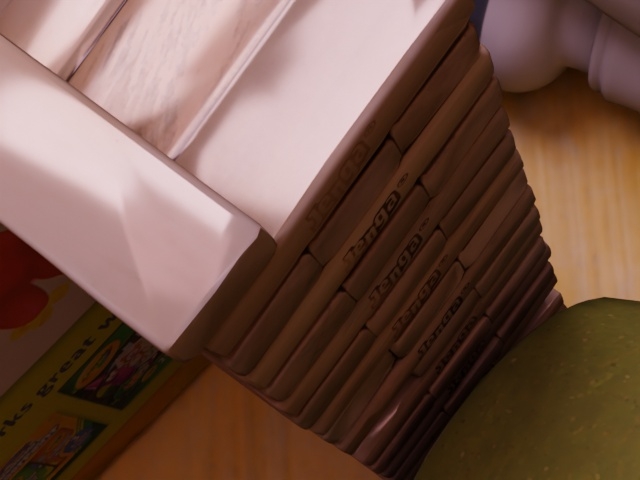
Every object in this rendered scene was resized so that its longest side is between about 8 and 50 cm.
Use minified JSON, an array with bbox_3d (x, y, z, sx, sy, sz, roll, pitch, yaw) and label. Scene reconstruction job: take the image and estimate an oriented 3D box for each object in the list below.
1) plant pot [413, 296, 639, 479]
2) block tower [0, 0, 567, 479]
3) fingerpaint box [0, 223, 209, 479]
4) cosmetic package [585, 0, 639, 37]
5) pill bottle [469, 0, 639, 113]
[{"bbox_3d":[0.166,0.142,0.462,0.293,0.275,0.275,33,86,30],"label":"plant pot"},{"bbox_3d":[0.000,0.000,0.475,0.091,0.335,0.097,34,87,17],"label":"block tower"},{"bbox_3d":[-0.228,0.051,0.496,0.445,0.371,0.163,-46,72,1],"label":"fingerpaint box"},{"bbox_3d":[0.210,-0.223,0.512,0.197,0.155,0.365,33,72,-7],"label":"cosmetic package"},{"bbox_3d":[0.058,-0.115,0.610,0.180,0.108,0.108,25,84,17],"label":"pill bottle"}]
